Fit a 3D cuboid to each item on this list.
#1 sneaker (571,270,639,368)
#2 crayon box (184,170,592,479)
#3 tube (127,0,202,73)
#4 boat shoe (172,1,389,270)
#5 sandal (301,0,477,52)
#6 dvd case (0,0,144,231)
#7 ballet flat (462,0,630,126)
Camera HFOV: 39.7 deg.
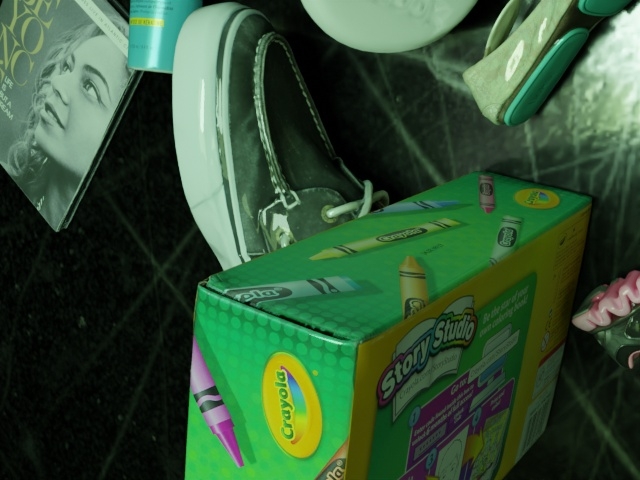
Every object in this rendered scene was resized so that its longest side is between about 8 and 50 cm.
[{"bbox_3d":[0.204,0.037,0.501,0.119,0.047,0.057,-37,87,44],"label":"sneaker"},{"bbox_3d":[0.050,0.071,0.469,0.081,0.278,0.165,18,113,30],"label":"crayon box"},{"bbox_3d":[-0.110,-0.228,0.652,0.080,0.052,0.207,10,101,26],"label":"tube"},{"bbox_3d":[0.000,0.000,0.605,0.119,0.121,0.335,-4,111,29],"label":"boat shoe"},{"bbox_3d":[0.028,-0.317,0.481,0.102,0.170,0.416,-132,46,-68],"label":"sandal"},{"bbox_3d":[-0.241,-0.139,0.786,0.164,0.018,0.221,48,125,16],"label":"dvd case"},{"bbox_3d":[0.136,-0.136,0.492,0.052,0.057,0.168,55,127,23],"label":"ballet flat"}]
